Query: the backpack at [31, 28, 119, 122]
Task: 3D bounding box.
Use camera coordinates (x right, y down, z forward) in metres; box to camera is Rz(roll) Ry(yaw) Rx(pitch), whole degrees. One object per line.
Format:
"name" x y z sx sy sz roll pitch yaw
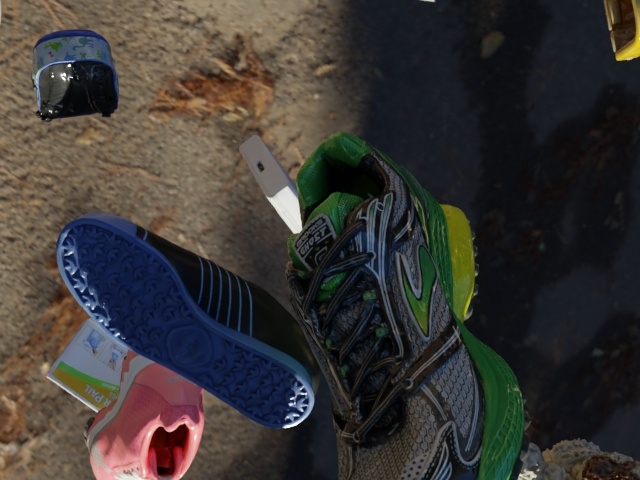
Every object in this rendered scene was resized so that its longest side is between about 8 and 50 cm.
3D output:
"backpack" -0.303 -0.211 1.237 0.105 0.084 0.114 -7 156 -13

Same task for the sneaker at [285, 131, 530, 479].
"sneaker" 0.030 0.061 0.664 0.134 0.343 0.146 -38 123 22

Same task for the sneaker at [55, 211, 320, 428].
"sneaker" -0.098 0.053 0.784 0.232 0.090 0.081 40 109 -11

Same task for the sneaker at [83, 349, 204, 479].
"sneaker" -0.214 0.250 1.223 0.116 0.136 0.314 3 137 -23

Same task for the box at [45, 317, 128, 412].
"box" -0.286 0.212 1.500 0.103 0.203 0.114 -54 -177 -3

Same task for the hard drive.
"hard drive" 0.000 0.000 1.468 0.040 0.203 0.307 -36 120 2

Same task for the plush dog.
"plush dog" 0.382 0.365 1.391 0.262 0.225 0.210 13 60 -45

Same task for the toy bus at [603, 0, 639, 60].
"toy bus" 0.326 -0.210 0.803 0.202 0.191 0.104 -57 179 2
